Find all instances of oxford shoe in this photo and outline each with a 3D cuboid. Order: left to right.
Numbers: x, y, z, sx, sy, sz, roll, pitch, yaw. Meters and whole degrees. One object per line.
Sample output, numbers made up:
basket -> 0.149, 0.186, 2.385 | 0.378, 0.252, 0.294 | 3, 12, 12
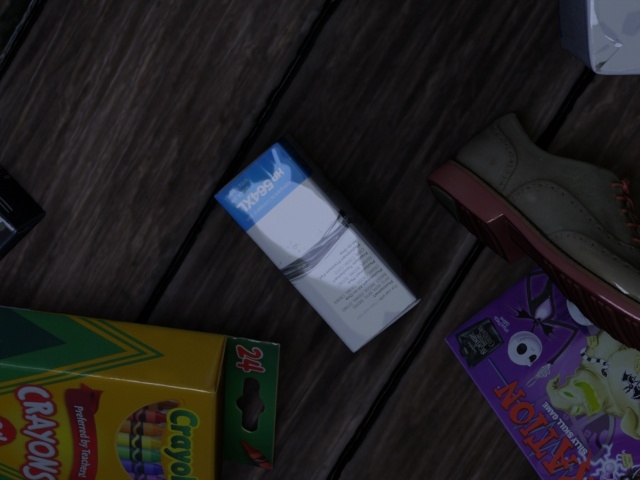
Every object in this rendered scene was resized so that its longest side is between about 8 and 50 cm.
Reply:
oxford shoe -> 0.261, -0.005, 1.840 | 0.348, 0.123, 0.130 | 39, 82, 25

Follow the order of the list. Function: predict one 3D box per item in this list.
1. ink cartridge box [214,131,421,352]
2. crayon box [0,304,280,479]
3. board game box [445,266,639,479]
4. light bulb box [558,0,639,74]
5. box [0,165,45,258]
ink cartridge box -> 0.000, 0.000, 1.894 | 0.086, 0.148, 0.203 | -40, 93, 6
crayon box -> -0.203, 0.169, 1.912 | 0.318, 0.081, 0.202 | 6, 135, 3
board game box -> 0.293, 0.164, 1.857 | 0.208, 0.056, 0.347 | -41, 59, 10
light bulb box -> 0.394, -0.273, 1.729 | 0.358, 0.361, 0.225 | -1, 99, 4
box -> -0.430, -0.059, 1.917 | 0.165, 0.143, 0.270 | -44, 93, 8
